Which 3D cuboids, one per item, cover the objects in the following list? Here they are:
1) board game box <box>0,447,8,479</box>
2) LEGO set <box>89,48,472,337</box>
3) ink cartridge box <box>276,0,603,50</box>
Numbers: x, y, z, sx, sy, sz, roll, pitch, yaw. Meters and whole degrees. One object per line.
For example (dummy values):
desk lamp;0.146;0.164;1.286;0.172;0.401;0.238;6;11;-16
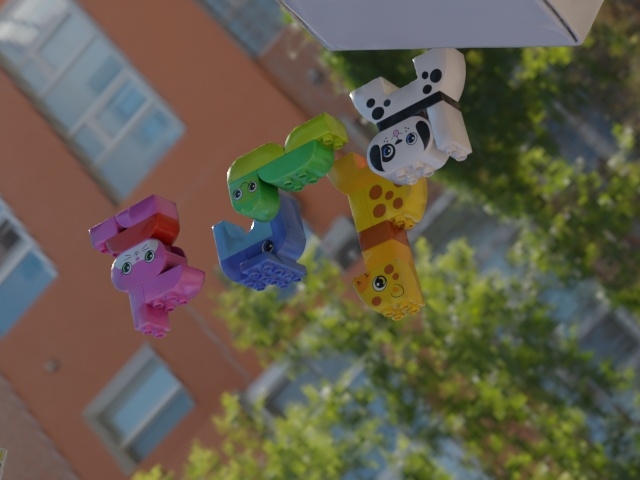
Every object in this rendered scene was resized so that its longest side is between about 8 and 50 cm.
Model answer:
board game box;-0.242;0.152;0.947;0.090;0.020;0.090;21;-138;-15
LEGO set;0.000;0.000;0.814;0.087;0.227;0.093;23;-133;-53
ink cartridge box;0.042;-0.108;0.389;0.088;0.122;0.052;7;151;49
